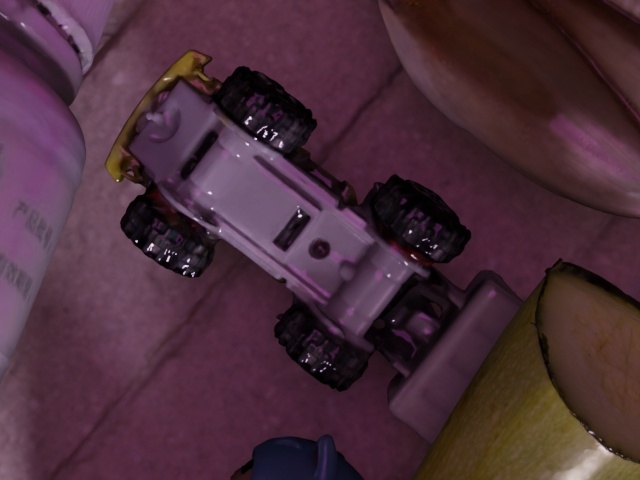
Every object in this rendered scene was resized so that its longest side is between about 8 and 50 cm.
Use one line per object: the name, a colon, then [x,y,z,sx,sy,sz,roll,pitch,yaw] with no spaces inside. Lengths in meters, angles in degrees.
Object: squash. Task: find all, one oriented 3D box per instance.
squash: [0.098,0.159,0.957,0.137,0.137,0.287,39,101,9]

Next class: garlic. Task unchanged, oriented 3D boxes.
garlic: [0.188,-0.158,1.062,0.325,0.132,0.279,34,81,10]

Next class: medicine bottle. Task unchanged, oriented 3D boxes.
medicine bottle: [-0.263,-0.078,0.993,0.256,0.256,0.325,16,74,5]

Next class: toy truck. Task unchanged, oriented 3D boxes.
toy truck: [0.000,0.000,1.042,0.286,0.111,0.136,39,99,4]

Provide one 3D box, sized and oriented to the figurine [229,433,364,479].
figurine: [-0.037,0.205,0.996,0.144,0.114,0.178,-7,71,10]
